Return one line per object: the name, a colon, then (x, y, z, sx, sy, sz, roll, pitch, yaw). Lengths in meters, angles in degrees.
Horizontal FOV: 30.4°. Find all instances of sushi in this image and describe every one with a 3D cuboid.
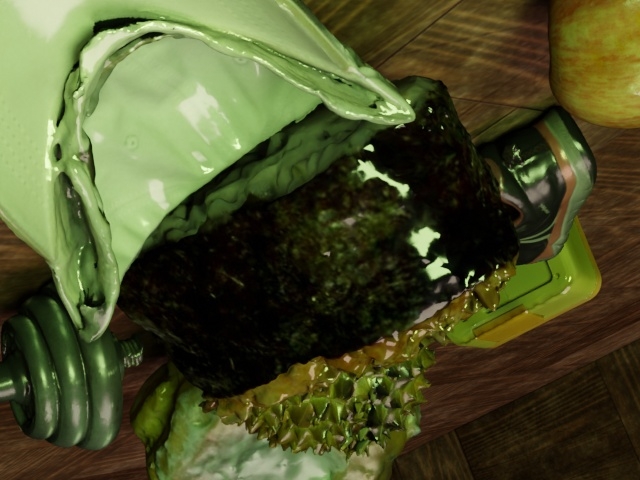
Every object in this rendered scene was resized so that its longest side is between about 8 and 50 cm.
sushi: (0.000, 0.000, 0.943, 0.348, 0.207, 0.234, -21, -161, 42)

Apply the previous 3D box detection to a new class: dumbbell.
dumbbell: (-0.358, 0.145, 1.092, 0.406, 0.179, 0.179, -11, 160, -27)

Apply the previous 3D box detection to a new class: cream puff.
cream puff: (-0.061, 0.197, 1.497, 0.378, 0.275, 0.378, -8, 132, -9)

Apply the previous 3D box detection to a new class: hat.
hat: (-0.116, -0.104, 0.734, 0.258, 0.168, 0.301, -35, 135, 6)

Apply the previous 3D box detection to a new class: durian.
durian: (0.016, 0.076, 1.185, 0.258, 0.293, 0.258, 22, 174, 2)

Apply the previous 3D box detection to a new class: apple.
apple: (0.244, -0.159, 0.927, 0.131, 0.146, 0.146, -4, 166, 15)

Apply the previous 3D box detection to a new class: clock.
clock: (0.246, 0.044, 1.524, 0.202, 0.143, 0.096, -31, 157, 31)

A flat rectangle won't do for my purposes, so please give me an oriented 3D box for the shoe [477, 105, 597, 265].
shoe: (0.198, -0.034, 1.283, 0.137, 0.114, 0.291, -22, 161, -14)
